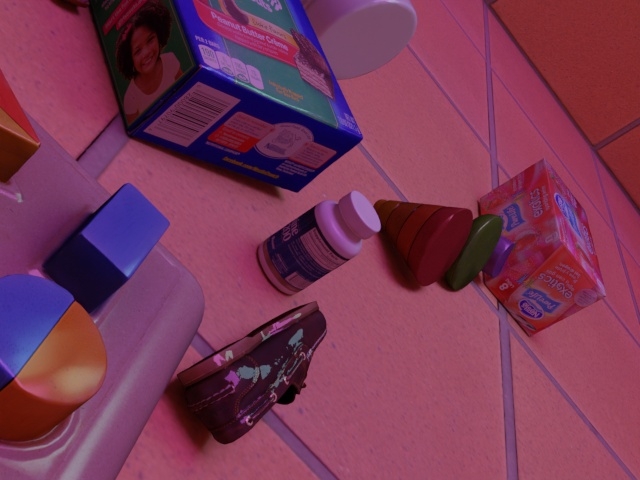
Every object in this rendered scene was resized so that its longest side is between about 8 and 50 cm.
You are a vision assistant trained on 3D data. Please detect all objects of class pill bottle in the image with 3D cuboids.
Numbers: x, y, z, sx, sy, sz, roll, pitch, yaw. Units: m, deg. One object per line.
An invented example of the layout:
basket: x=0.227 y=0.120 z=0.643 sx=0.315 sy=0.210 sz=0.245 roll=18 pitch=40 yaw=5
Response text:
pill bottle: x=0.000 y=0.000 z=0.984 sx=0.067 sy=0.120 sz=0.067 roll=44 pitch=26 yaw=-28
pill bottle: x=-0.003 y=-0.434 z=1.430 sx=0.204 sy=0.204 sz=0.361 roll=16 pitch=45 yaw=-57

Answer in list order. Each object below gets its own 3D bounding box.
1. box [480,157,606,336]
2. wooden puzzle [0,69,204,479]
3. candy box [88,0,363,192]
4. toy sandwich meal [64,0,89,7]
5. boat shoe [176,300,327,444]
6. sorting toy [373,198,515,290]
box: x=0.382 y=0.006 z=1.679 sx=0.142 sy=0.154 sz=0.300 roll=47 pitch=26 yaw=-19
wooden puzzle: x=-0.215 y=-0.004 z=0.626 sx=0.348 sy=0.080 sz=0.322 roll=50 pitch=24 yaw=-14
candy box: x=-0.119 y=-0.236 z=1.052 sx=0.268 sy=0.122 sz=0.317 roll=16 pitch=44 yaw=-52
toy sandwich meal: x=-0.257 y=-0.271 z=0.949 sx=0.085 sy=0.029 sz=0.085 roll=43 pitch=27 yaw=-28
boat shoe: x=-0.047 y=0.111 z=0.821 sx=0.073 sy=0.073 sz=0.207 roll=59 pitch=31 yaw=2
sorting toy: x=0.179 y=-0.010 z=1.411 sx=0.126 sy=0.127 sz=0.365 roll=33 pitch=11 yaw=25
